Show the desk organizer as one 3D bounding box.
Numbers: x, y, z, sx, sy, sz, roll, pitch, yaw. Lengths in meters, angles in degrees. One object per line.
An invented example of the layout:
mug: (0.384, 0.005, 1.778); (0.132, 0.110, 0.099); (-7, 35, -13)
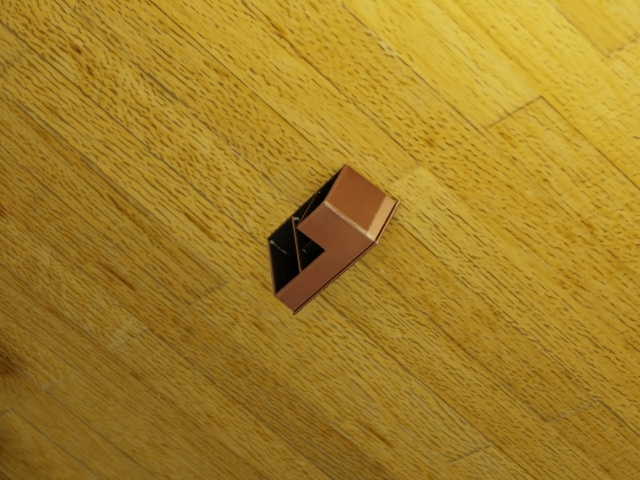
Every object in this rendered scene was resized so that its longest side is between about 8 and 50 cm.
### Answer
desk organizer: (0.000, 0.000, 1.414); (0.050, 0.047, 0.130); (37, 141, -9)
